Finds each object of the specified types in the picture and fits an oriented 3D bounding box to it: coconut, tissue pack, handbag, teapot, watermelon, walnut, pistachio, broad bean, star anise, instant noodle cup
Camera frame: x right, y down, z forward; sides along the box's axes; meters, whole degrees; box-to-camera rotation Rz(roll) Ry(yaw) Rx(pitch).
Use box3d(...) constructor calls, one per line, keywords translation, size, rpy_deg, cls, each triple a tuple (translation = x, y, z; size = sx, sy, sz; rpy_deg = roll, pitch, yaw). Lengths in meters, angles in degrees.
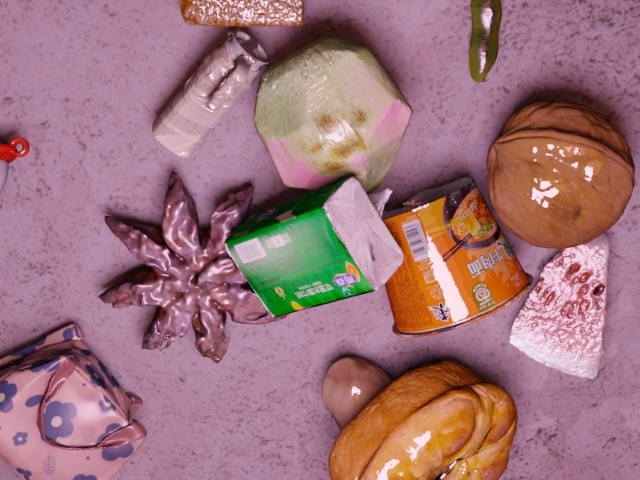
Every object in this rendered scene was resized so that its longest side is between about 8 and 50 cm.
box3d(translation=(0.018, -0.170, 1.198), size=(0.236, 0.204, 0.235), rpy_deg=(-1, 98, -9), cls="coconut")
box3d(translation=(0.002, 0.001, 1.195), size=(0.209, 0.156, 0.148), rpy_deg=(-20, 107, 41), cls="tissue pack")
box3d(translation=(-0.411, 0.276, 1.323), size=(0.193, 0.190, 0.251), rpy_deg=(-35, 113, 1), cls="handbag")
box3d(translation=(-0.162, -0.209, 1.199), size=(0.077, 0.107, 0.200), rpy_deg=(36, 118, -21), cls="teapot")
box3d(translation=(0.413, 0.089, 1.364), size=(0.154, 0.094, 0.241), rpy_deg=(17, 104, 3), cls="watermelon")
box3d(translation=(0.352, -0.100, 1.235), size=(0.228, 0.228, 0.228), rpy_deg=(-1, 107, -3), cls="walnut")
box3d(translation=(0.069, 0.274, 1.374), size=(0.124, 0.124, 0.184), rpy_deg=(-9, 108, 0), cls="pistachio")
box3d(translation=(0.236, -0.353, 1.238), size=(0.069, 0.039, 0.226), rpy_deg=(-17, 106, -4), cls="broad bean")
box3d(translation=(-0.195, 0.051, 1.297), size=(0.332, 0.117, 0.331), rpy_deg=(-2, 105, -8), cls="star anise")
box3d(translation=(0.183, 0.019, 1.262), size=(0.230, 0.230, 0.182), rpy_deg=(-23, 97, 4), cls="instant noodle cup")

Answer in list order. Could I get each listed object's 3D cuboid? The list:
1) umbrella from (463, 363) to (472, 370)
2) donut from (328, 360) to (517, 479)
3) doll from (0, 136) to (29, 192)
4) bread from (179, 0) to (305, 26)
box3d(translation=(0.208, 0.269, 1.422), size=(0.037, 0.040, 0.144), rpy_deg=(36, 105, -20), cls="umbrella")
box3d(translation=(0.161, 0.338, 1.291), size=(0.317, 0.150, 0.299), rpy_deg=(-4, 118, -39), cls="donut")
box3d(translation=(-0.594, -0.088, 1.233), size=(0.337, 0.105, 0.199), rpy_deg=(-17, 77, 2), cls="doll")
box3d(translation=(-0.114, -0.423, 1.166), size=(0.184, 0.110, 0.234), rpy_deg=(0, 109, -6), cls="bread")
